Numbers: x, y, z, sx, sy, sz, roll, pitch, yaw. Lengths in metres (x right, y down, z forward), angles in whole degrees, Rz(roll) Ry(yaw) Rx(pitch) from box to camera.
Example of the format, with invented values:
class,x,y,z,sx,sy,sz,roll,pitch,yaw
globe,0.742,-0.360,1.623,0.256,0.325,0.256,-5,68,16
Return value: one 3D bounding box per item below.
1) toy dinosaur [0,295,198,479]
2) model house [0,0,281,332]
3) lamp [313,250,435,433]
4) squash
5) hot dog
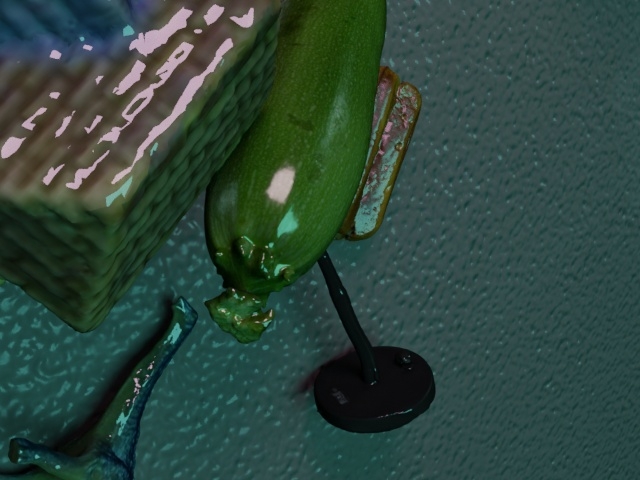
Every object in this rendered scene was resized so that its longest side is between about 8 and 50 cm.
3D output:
class,x,y,z,sx,sy,sz,roll,pitch,yaw
toy dinosaur,-0.184,0.215,0.591,0.147,0.076,0.363,12,89,-46
model house,-0.195,-0.093,0.390,0.321,0.266,0.261,48,66,-35
lamp,-0.026,0.027,0.651,0.108,0.130,0.371,-43,125,-13
squash,-0.010,-0.094,0.550,0.101,0.101,0.379,51,39,-35
hot dog,0.043,-0.075,0.722,0.071,0.045,0.165,23,86,-41
